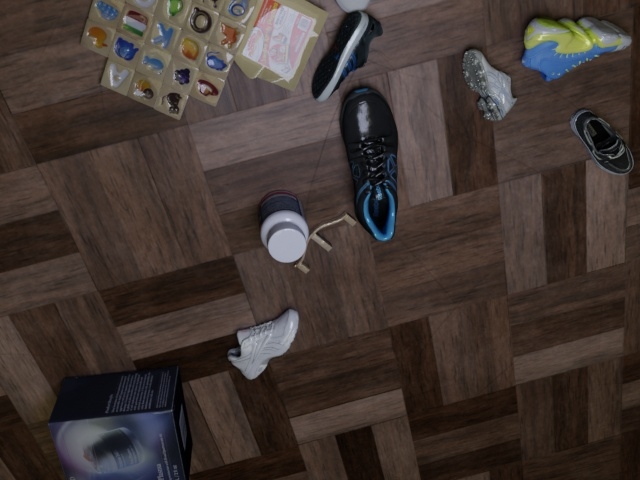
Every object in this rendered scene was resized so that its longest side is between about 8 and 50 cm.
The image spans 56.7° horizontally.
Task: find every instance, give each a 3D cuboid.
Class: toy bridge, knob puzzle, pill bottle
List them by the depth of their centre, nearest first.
[{"bbox_3d":[-0.108,-0.419,1.194,0.213,0.030,0.213,-3,115,-6],"label":"knob puzzle"},{"bbox_3d":[-0.082,-0.030,1.314,0.108,0.180,0.108,-4,117,-7],"label":"pill bottle"},{"bbox_3d":[0.000,0.000,1.430,0.063,0.026,0.188,39,106,-21],"label":"toy bridge"}]

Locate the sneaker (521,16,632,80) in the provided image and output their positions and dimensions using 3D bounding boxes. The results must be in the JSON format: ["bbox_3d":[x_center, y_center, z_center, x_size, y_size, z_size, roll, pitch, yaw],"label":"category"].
[{"bbox_3d":[0.540,-0.411,1.282,0.240,0.091,0.126,3,135,-11],"label":"sneaker"}]

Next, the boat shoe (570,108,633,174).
[{"bbox_3d":[0.672,-0.220,1.396,0.219,0.070,0.078,35,107,-23],"label":"boat shoe"}]

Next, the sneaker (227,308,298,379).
[{"bbox_3d":[-0.151,0.251,1.504,0.115,0.090,0.232,37,105,-20],"label":"sneaker"}]

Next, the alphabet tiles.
[{"bbox_3d":[-0.296,-0.424,1.155,0.285,0.011,0.342,22,112,-12],"label":"alphabet tiles"}]

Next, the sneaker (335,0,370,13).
[{"bbox_3d":[0.075,-0.551,1.086,0.106,0.123,0.290,-3,130,-10],"label":"sneaker"}]

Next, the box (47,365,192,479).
[{"bbox_3d":[-0.499,0.504,1.528,0.294,0.183,0.296,-5,117,-5],"label":"box"}]

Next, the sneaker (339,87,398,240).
[{"bbox_3d":[0.125,-0.161,1.303,0.125,0.139,0.341,-12,117,0],"label":"sneaker"}]

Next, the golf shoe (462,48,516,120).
[{"bbox_3d":[0.372,-0.351,1.297,0.086,0.069,0.176,-40,121,-10],"label":"golf shoe"}]

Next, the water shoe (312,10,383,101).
[{"bbox_3d":[0.057,-0.365,1.222,0.080,0.073,0.203,10,128,-35],"label":"water shoe"}]
